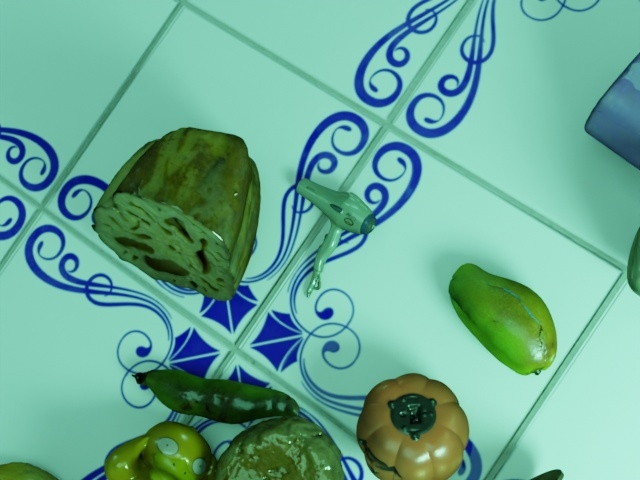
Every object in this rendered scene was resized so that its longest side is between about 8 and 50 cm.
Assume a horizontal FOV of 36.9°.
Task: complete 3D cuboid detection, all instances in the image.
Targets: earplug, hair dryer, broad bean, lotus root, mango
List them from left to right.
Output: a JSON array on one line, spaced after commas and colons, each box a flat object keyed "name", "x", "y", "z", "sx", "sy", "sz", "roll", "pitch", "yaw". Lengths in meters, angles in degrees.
[{"name": "lotus root", "x": -0.249, "y": -0.078, "z": 1.693, "sx": 0.316, "sy": 0.316, "sz": 0.250, "roll": 13, "pitch": 67, "yaw": 16}, {"name": "broad bean", "x": -0.197, "y": 0.282, "z": 1.719, "sx": 0.339, "sy": 0.061, "sz": 0.077, "roll": 10, "pitch": 70, "yaw": 15}, {"name": "hair dryer", "x": -0.007, "y": -0.019, "z": 1.750, "sx": 0.167, "sy": 0.067, "sz": 0.199, "roll": 47, "pitch": 107, "yaw": 26}, {"name": "mango", "x": 0.306, "y": 0.122, "z": 1.606, "sx": 0.125, "sy": 0.111, "sz": 0.233, "roll": -34, "pitch": 61, "yaw": -6}, {"name": "earplug", "x": 0.658, "y": -0.122, "z": 1.520, "sx": 0.456, "sy": 0.215, "sz": 0.215, "roll": 42, "pitch": 91, "yaw": 14}]

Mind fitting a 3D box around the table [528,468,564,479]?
[{"name": "table", "x": 0.372, "y": 0.500, "z": 1.501, "sx": 0.167, "sy": 0.167, "sz": 0.226, "roll": -34, "pitch": 83, "yaw": 5}]

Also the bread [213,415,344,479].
[{"name": "bread", "x": -0.063, "y": 0.414, "z": 1.631, "sx": 0.230, "sy": 0.123, "sz": 0.229, "roll": -2, "pitch": 79, "yaw": 11}]

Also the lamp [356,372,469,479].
[{"name": "lamp", "x": 0.152, "y": 0.318, "z": 1.580, "sx": 0.188, "sy": 0.164, "sz": 0.187, "roll": -4, "pitch": 55, "yaw": 5}]

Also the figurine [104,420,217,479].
[{"name": "figurine", "x": -0.290, "y": 0.434, "z": 1.659, "sx": 0.215, "sy": 0.215, "sz": 0.228, "roll": 45, "pitch": 104, "yaw": 17}]

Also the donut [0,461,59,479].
[{"name": "donut", "x": -0.577, "y": 0.537, "z": 1.738, "sx": 0.278, "sy": 0.108, "sz": 0.277, "roll": -2, "pitch": 80, "yaw": 13}]

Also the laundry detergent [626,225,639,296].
[{"name": "laundry detergent", "x": 0.533, "y": 0.011, "z": 1.493, "sx": 0.091, "sy": 0.253, "sz": 0.181, "roll": 11, "pitch": 83, "yaw": 16}]
